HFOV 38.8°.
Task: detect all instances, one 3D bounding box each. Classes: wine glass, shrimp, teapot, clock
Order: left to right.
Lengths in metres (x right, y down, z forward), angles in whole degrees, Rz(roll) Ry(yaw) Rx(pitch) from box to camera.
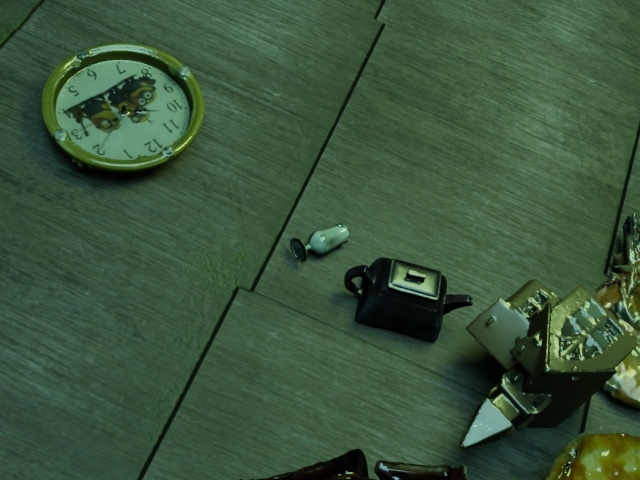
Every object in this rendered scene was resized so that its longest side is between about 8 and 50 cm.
[{"bbox_3d":[-0.288,-0.188,1.331,0.236,0.057,0.237,6,58,-9],"label":"clock"},{"bbox_3d":[0.000,0.000,1.297,0.083,0.042,0.039,-24,104,-30],"label":"wine glass"},{"bbox_3d":[0.120,0.069,1.246,0.177,0.096,0.087,16,56,-4],"label":"teapot"},{"bbox_3d":[0.450,0.098,1.336,0.164,0.062,0.317,7,59,-7],"label":"shrimp"}]

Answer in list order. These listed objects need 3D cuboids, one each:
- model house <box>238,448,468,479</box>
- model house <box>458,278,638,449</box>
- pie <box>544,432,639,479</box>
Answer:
[{"bbox_3d":[0.019,0.405,0.965,0.282,0.297,0.317,6,94,0],"label":"model house"},{"bbox_3d":[0.245,0.175,1.159,0.248,0.181,0.176,-33,70,-31],"label":"model house"},{"bbox_3d":[0.401,0.385,1.126,0.315,0.092,0.315,10,56,-15],"label":"pie"}]
